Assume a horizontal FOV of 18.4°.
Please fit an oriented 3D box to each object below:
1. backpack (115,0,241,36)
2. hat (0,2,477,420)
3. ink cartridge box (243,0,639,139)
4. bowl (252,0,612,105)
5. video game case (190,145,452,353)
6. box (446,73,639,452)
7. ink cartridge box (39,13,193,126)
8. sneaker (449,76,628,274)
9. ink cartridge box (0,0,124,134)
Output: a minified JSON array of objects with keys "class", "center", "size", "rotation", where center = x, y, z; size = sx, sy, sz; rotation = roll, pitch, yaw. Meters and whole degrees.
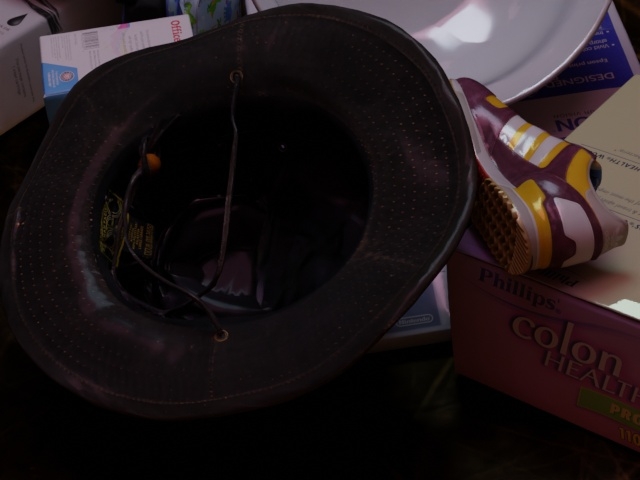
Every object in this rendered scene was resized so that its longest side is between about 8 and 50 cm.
[{"class":"backpack","center":[-0.115,-0.197,1.687],"size":[0.084,0.105,0.114],"rotation":[14,39,17]},{"class":"hat","center":[-0.044,0.002,1.338],"size":[0.331,0.134,0.331],"rotation":[-9,58,16]},{"class":"ink cartridge box","center":[0.098,-0.135,1.605],"size":[0.303,0.072,0.307],"rotation":[-8,41,-1]},{"class":"bowl","center":[0.071,-0.230,1.492],"size":[0.297,0.298,0.134],"rotation":[-14,-3,-9]},{"class":"video game case","center":[0.000,0.000,1.424],"size":[0.201,0.023,0.183],"rotation":[-9,62,-2]},{"class":"box","center":[0.243,0.019,1.342],"size":[0.213,0.117,0.243],"rotation":[22,45,32]},{"class":"ink cartridge box","center":[-0.149,-0.117,1.599],"size":[0.143,0.090,0.092],"rotation":[-9,38,-4]},{"class":"sneaker","center":[0.137,-0.045,1.300],"size":[0.083,0.070,0.185],"rotation":[-8,42,-13]},{"class":"ink cartridge box","center":[-0.268,-0.188,1.713],"size":[0.148,0.086,0.203],"rotation":[23,48,34]}]
